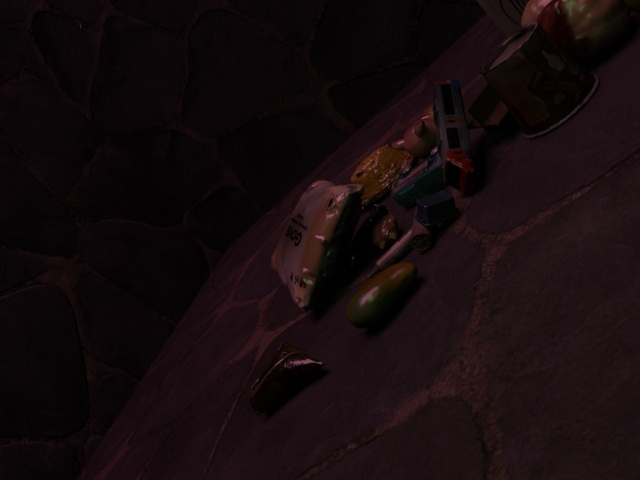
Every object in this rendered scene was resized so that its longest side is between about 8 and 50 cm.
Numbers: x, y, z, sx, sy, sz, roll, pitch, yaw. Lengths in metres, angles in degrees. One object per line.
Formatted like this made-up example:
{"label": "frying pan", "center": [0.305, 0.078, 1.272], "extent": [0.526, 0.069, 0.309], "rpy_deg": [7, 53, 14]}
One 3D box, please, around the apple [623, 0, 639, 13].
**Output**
{"label": "apple", "center": [0.750, -0.559, 1.249], "extent": [0.258, 0.233, 0.295], "rpy_deg": [115, 180, -64]}

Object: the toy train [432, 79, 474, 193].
{"label": "toy train", "center": [0.351, -0.281, 1.710], "extent": [0.089, 0.086, 0.409], "rpy_deg": [-2, 46, 7]}

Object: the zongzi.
{"label": "zongzi", "center": [-0.082, 0.342, 1.501], "extent": [0.187, 0.084, 0.184], "rpy_deg": [-56, 25, -13]}

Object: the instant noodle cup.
{"label": "instant noodle cup", "center": [0.516, -0.392, 1.543], "extent": [0.217, 0.207, 0.217], "rpy_deg": [-44, 14, 14]}

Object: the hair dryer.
{"label": "hair dryer", "center": [0.209, 0.014, 1.657], "extent": [0.220, 0.053, 0.195], "rpy_deg": [-47, 10, 30]}

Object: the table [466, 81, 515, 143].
{"label": "table", "center": [0.495, -0.388, 1.725], "extent": [0.227, 0.167, 0.167], "rpy_deg": [-53, 14, -12]}

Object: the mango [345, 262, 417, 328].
{"label": "mango", "center": [0.138, 0.125, 1.448], "extent": [0.191, 0.085, 0.122], "rpy_deg": [-39, 0, -13]}

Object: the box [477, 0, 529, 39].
{"label": "box", "center": [0.718, -0.832, 2.030], "extent": [0.312, 0.314, 0.300], "rpy_deg": [-48, 15, -8]}

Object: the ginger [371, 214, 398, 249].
{"label": "ginger", "center": [0.181, -0.033, 1.822], "extent": [0.165, 0.067, 0.096], "rpy_deg": [-114, 47, -77]}

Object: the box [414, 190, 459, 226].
{"label": "box", "center": [0.281, -0.081, 1.562], "extent": [0.099, 0.054, 0.074], "rpy_deg": [-20, 25, -12]}

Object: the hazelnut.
{"label": "hazelnut", "center": [0.659, -0.563, 1.641], "extent": [0.261, 0.241, 0.261], "rpy_deg": [-19, 44, 20]}

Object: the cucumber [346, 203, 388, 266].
{"label": "cucumber", "center": [0.131, -0.008, 1.920], "extent": [0.067, 0.067, 0.245], "rpy_deg": [-30, 21, 52]}

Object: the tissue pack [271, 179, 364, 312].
{"label": "tissue pack", "center": [0.000, 0.000, 1.923], "extent": [0.390, 0.195, 0.375], "rpy_deg": [-67, 15, 3]}

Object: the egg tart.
{"label": "egg tart", "center": [0.207, -0.249, 2.302], "extent": [0.315, 0.120, 0.315], "rpy_deg": [-43, 14, 13]}

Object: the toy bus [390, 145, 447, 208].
{"label": "toy bus", "center": [0.311, -0.186, 1.847], "extent": [0.261, 0.091, 0.109], "rpy_deg": [-35, 23, 46]}

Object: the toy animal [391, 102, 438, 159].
{"label": "toy animal", "center": [0.370, -0.364, 2.105], "extent": [0.248, 0.149, 0.165], "rpy_deg": [-41, -8, -37]}
